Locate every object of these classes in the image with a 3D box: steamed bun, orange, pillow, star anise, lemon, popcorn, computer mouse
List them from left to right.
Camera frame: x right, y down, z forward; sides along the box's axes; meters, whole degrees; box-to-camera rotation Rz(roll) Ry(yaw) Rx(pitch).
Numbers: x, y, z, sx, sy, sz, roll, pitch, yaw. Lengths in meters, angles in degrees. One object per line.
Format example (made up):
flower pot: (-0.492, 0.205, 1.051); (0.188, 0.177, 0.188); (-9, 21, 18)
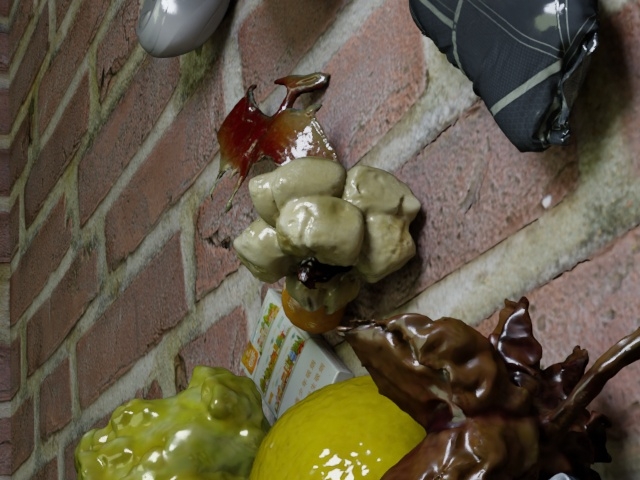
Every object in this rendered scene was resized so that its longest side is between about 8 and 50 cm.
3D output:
popcorn: (-0.165, 0.294, 1.305); (0.235, 0.250, 0.241); (89, 160, -56)
computer mouse: (-0.187, -0.415, 1.655); (0.184, 0.121, 0.296); (179, 109, -72)
orange: (-0.009, 0.070, 1.268); (0.070, 0.083, 0.083); (-33, 53, 27)
steamed bun: (0.000, 0.000, 1.140); (0.177, 0.192, 0.106); (-39, 37, 43)
lemon: (0.056, 0.250, 0.935); (0.267, 0.267, 0.267); (-16, 71, 62)
pillow: (0.154, -0.211, 0.978); (0.335, 0.093, 0.161); (-118, 38, -48)
star anise: (0.151, 0.098, 0.796); (0.237, 0.346, 0.148); (48, 175, 2)

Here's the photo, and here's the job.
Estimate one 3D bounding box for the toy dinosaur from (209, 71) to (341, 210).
toy dinosaur: (-0.060, -0.115, 1.405); (0.327, 0.113, 0.206); (-10, 51, 52)

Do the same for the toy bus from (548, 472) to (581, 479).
toy bus: (0.226, 0.304, 0.661); (0.143, 0.179, 0.305); (-55, 37, 16)

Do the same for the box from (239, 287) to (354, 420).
box: (-0.035, 0.161, 1.346); (0.220, 0.032, 0.122); (45, 119, 55)
